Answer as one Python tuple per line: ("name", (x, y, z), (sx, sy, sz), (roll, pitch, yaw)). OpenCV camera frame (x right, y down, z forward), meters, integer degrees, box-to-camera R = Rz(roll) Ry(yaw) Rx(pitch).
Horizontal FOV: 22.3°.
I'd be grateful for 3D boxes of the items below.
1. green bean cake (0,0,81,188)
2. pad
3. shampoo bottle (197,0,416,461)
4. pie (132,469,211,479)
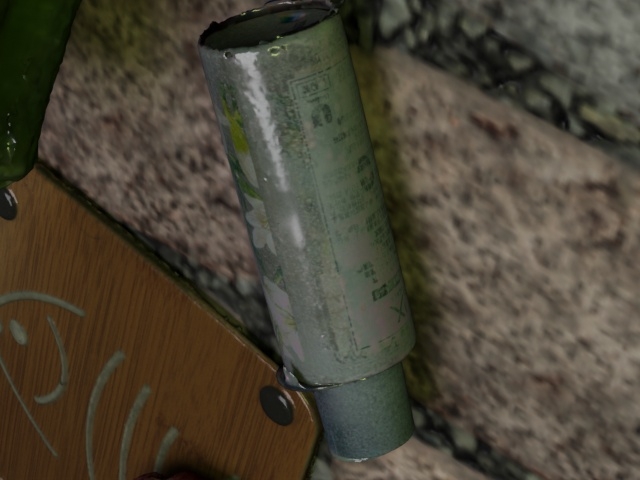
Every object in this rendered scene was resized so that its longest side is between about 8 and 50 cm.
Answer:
("green bean cake", (-0.283, -0.167, 0.712), (0.319, 0.335, 0.218), (17, 91, 25))
("pad", (-0.130, 0.105, 0.981), (0.284, 0.018, 0.286), (38, 136, 21))
("shampoo bottle", (0.000, 0.000, 0.740), (0.072, 0.072, 0.214), (7, 120, 42))
("pie", (-0.071, 0.198, 0.941), (0.153, 0.038, 0.153), (27, 133, 33))
